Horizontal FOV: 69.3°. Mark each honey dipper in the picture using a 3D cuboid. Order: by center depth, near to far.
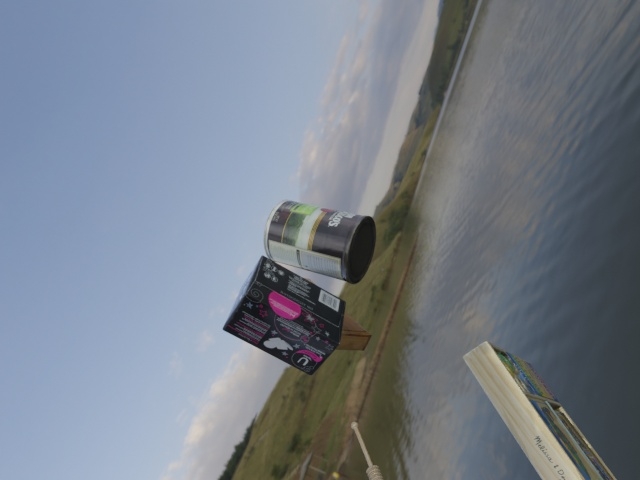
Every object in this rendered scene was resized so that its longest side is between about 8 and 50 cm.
[{"bbox_3d":[0.103,0.478,1.049,0.160,0.031,0.030,-116,35,-55],"label":"honey dipper"}]

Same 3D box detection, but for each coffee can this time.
[{"bbox_3d":[0.000,0.000,1.377,0.201,0.276,0.201,-39,-44,-52],"label":"coffee can"}]

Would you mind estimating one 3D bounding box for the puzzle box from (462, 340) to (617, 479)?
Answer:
[{"bbox_3d":[0.400,0.358,0.718,0.052,0.408,0.272,-41,-39,16],"label":"puzzle box"}]

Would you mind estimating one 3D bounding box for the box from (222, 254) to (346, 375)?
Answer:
[{"bbox_3d":[-0.083,0.181,1.126,0.142,0.247,0.163,-53,12,31],"label":"box"}]

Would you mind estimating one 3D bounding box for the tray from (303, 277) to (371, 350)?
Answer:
[{"bbox_3d":[-0.018,0.253,1.706,0.203,0.411,0.076,14,-73,-42],"label":"tray"}]
